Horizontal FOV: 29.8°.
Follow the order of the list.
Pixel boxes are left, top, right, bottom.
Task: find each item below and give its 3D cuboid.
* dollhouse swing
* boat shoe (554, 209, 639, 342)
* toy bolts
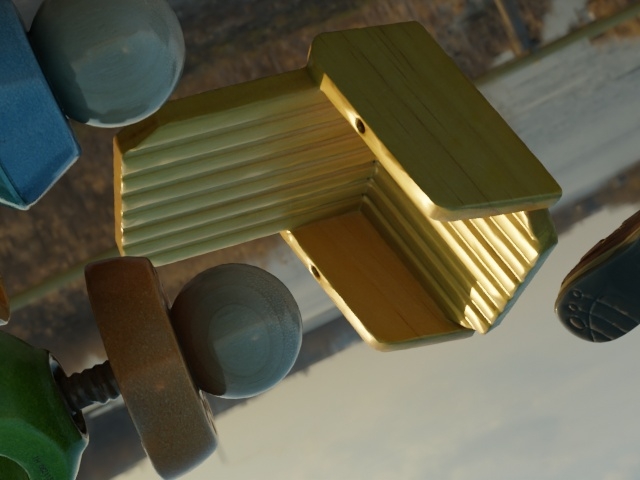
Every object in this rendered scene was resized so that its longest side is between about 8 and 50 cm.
[{"bbox_3d":[0.000,0.000,1.216,0.305,0.315,0.347,-31,162,-22],"label":"dollhouse swing"},{"bbox_3d":[0.223,-0.004,0.754,0.178,0.064,0.060,-37,-163,31],"label":"boat shoe"},{"bbox_3d":[-0.117,-0.021,0.523,0.158,0.218,0.228,-23,136,-5],"label":"toy bolts"}]
